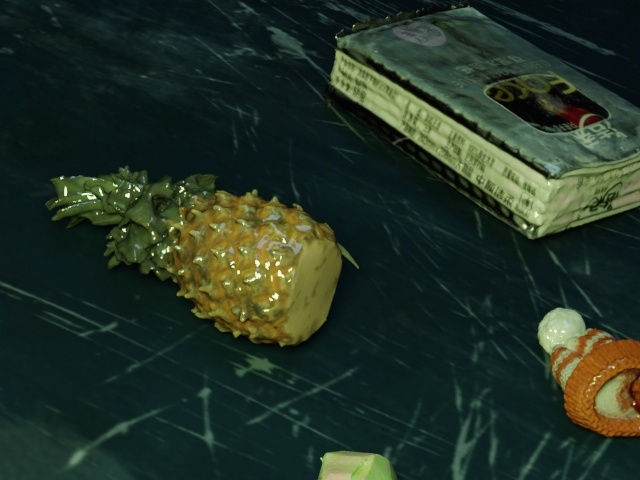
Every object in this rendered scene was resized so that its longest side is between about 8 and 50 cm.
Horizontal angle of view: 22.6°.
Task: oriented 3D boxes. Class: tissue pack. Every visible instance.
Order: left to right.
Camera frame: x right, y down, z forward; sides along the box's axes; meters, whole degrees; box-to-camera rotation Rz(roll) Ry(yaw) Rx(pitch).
[{"bbox_3d":[0.213,-0.148,1.905,0.259,0.122,0.361,-18,43,-40],"label":"tissue pack"}]

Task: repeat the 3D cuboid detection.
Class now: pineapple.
[{"bbox_3d":[-0.128,-0.004,1.600,0.310,0.141,0.170,21,36,25],"label":"pineapple"}]

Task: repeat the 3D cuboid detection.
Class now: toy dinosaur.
[{"bbox_3d":[-0.003,0.000,1.709,0.041,0.026,0.113,3,24,-42],"label":"toy dinosaur"}]

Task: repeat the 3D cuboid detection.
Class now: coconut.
[{"bbox_3d":[0.032,0.222,1.372,0.081,0.082,0.083,6,-16,37],"label":"coconut"}]

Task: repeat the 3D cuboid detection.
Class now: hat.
[{"bbox_3d":[0.269,0.123,1.592,0.112,0.094,0.162,6,16,-25],"label":"hat"}]
